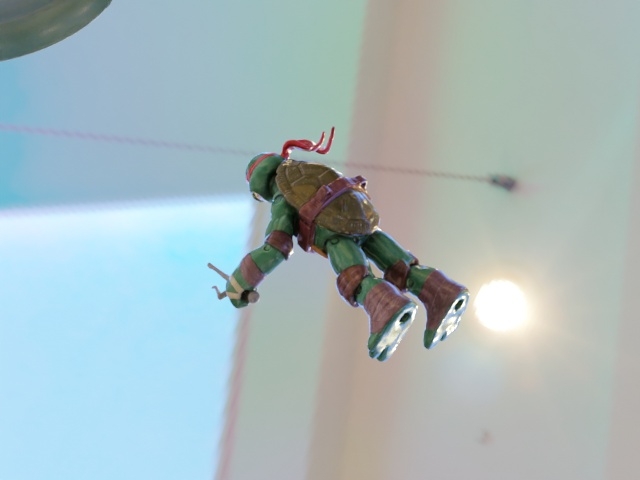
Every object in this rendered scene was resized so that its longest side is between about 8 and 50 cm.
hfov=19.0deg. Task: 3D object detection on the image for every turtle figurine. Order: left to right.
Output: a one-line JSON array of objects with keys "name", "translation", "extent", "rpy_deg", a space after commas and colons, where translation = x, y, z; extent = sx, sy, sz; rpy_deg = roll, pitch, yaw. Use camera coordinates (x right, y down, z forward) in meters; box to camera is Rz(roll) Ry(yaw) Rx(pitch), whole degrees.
[{"name": "turtle figurine", "translation": [0.000, 0.000, 1.517], "extent": [0.234, 0.175, 0.118], "rpy_deg": [39, -44, 29]}]

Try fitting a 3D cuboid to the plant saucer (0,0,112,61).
[{"name": "plant saucer", "translation": [-0.353, -0.277, 1.918], "extent": [0.318, 0.318, 0.043], "rpy_deg": [-26, -118, 26]}]
